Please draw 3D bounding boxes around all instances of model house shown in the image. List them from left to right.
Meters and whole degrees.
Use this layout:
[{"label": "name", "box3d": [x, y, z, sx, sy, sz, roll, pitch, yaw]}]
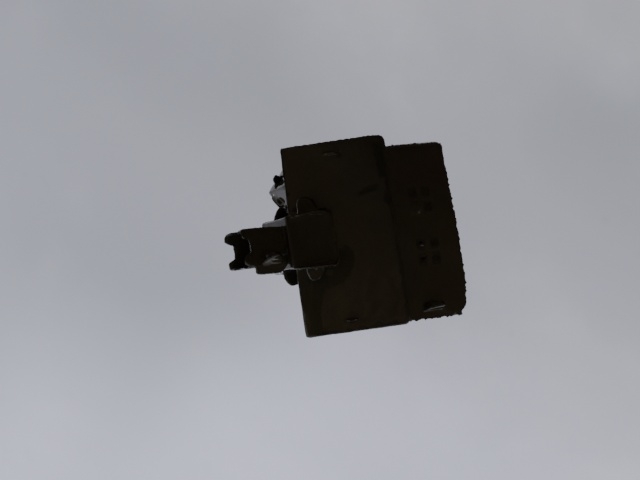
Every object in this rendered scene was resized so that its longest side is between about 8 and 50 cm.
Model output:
[{"label": "model house", "box3d": [0.000, 0.000, 1.296, 0.243, 0.204, 0.211, -7, -92, -32]}]
